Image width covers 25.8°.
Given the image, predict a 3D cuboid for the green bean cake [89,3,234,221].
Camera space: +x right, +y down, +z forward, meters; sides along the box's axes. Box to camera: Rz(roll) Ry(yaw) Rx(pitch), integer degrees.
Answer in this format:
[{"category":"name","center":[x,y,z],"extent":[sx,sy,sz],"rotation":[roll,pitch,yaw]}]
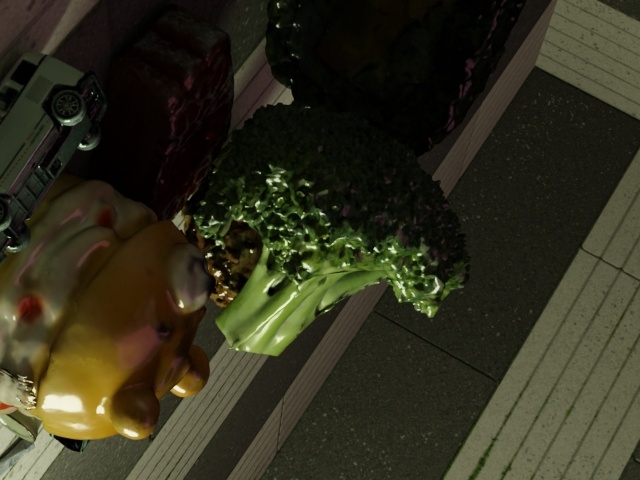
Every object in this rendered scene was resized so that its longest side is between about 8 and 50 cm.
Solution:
[{"category":"green bean cake","center":[-0.171,-0.119,1.492],"extent":[0.198,0.097,0.233],"rotation":[-53,167,-32]}]

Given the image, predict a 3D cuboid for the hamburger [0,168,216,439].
[{"category":"hamburger","center":[-0.228,0.080,1.402],"extent":[0.276,0.237,0.276],"rotation":[-59,171,-15]}]

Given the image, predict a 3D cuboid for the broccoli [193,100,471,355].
[{"category":"broccoli","center":[0.005,-0.023,1.626],"extent":[0.302,0.249,0.375],"rotation":[-29,149,36]}]

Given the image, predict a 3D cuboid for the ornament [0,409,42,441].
[{"category":"ornament","center":[-0.312,0.156,1.631],"extent":[0.075,0.081,0.156],"rotation":[0,-134,53]}]

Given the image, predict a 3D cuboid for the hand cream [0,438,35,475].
[{"category":"hand cream","center":[-0.389,0.275,1.734],"extent":[0.093,0.019,0.030],"rotation":[-41,160,-42]}]

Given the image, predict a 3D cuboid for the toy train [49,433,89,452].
[{"category":"toy train","center":[-0.296,0.169,1.768],"extent":[0.048,0.055,0.252],"rotation":[-48,164,-47]}]

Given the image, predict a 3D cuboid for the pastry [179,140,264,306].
[{"category":"pastry","center":[-0.062,-0.025,1.806],"extent":[0.275,0.275,0.193],"rotation":[-55,167,-27]}]

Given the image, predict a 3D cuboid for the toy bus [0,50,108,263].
[{"category":"toy bus","center":[-0.268,-0.071,1.212],"extent":[0.194,0.089,0.087],"rotation":[-58,170,-11]}]

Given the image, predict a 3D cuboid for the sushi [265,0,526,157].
[{"category":"sushi","center":[0.087,-0.292,1.696],"extent":[0.352,0.294,0.178],"rotation":[-65,171,30]}]
